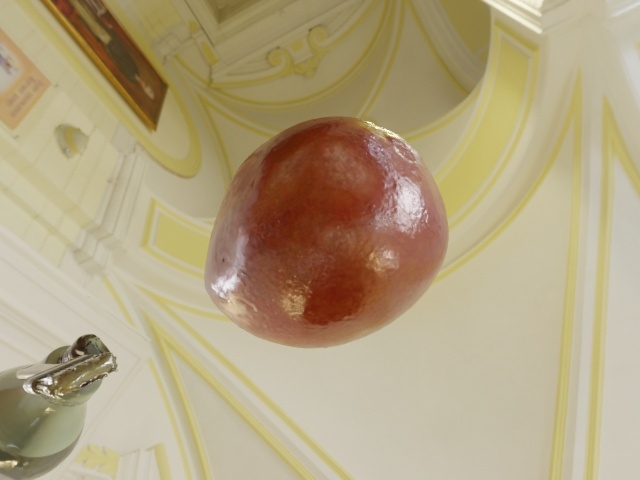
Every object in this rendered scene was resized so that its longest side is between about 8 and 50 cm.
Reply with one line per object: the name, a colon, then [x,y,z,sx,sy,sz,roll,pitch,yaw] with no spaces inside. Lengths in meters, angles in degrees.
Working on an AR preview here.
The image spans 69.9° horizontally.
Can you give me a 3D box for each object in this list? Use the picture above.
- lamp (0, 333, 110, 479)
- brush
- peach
lamp: [-0.425,0.269,0.724,0.314,0.182,0.181,-24,-141,16]
brush: [-0.194,0.096,0.329,0.043,0.014,0.170,-20,-178,-44]
peach: [0.000,0.000,0.625,0.333,0.307,0.307,-30,-141,-2]
